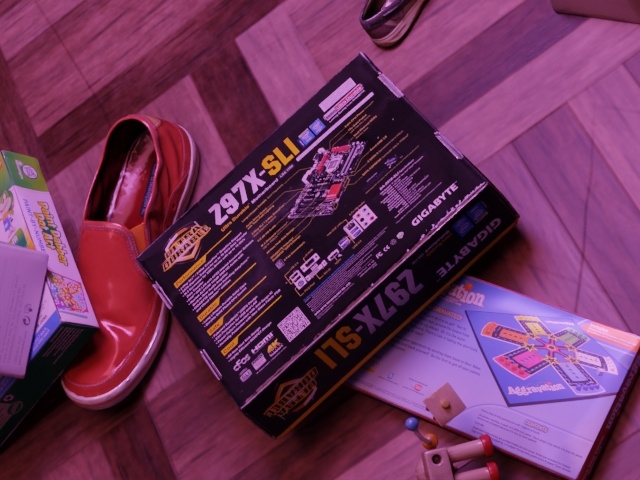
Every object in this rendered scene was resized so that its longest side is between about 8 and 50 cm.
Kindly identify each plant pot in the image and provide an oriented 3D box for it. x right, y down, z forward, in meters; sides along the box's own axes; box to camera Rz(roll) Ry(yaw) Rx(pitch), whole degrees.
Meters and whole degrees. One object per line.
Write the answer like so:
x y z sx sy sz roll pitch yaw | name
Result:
0.274 -0.286 1.717 0.109 0.096 0.109 14 76 35 | plant pot

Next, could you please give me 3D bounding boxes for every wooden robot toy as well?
0.119 0.217 1.602 0.076 0.079 0.173 -10 84 -9 | wooden robot toy

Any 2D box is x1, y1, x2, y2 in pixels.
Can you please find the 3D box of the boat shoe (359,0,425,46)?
0.092 -0.277 1.851 0.056 0.049 0.152 21 80 37 | boat shoe

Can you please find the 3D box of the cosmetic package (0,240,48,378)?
-0.439 0.045 1.795 0.224 0.225 0.138 9 88 47 | cosmetic package

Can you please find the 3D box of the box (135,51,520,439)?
0.000 0.000 1.732 0.322 0.079 0.257 -43 44 3 | box

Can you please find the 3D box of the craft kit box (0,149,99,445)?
-0.357 0.075 1.905 0.250 0.061 0.246 -47 53 29 | craft kit box

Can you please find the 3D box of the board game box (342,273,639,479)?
0.155 0.115 1.643 0.281 0.027 0.145 20 80 36 | board game box

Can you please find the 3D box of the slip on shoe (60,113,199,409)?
-0.216 0.016 1.868 0.123 0.101 0.331 4 71 30 | slip on shoe
